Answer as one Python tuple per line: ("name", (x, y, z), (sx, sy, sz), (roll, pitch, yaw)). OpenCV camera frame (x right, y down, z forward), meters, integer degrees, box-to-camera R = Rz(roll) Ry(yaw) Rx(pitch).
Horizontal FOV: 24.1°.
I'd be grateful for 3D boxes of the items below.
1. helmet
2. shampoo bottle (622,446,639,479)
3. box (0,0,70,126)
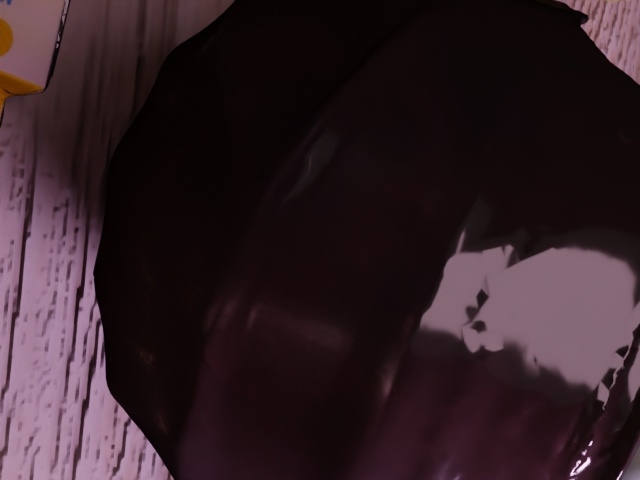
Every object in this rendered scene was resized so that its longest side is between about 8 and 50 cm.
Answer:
("helmet", (0.000, 0.000, 0.584), (0.177, 0.305, 0.225), (11, 108, -24))
("shampoo bottle", (0.190, 0.161, 0.896), (0.056, 0.056, 0.195), (-9, 97, -45))
("box", (-0.138, -0.168, 0.566), (0.129, 0.033, 0.247), (19, 78, -44))
